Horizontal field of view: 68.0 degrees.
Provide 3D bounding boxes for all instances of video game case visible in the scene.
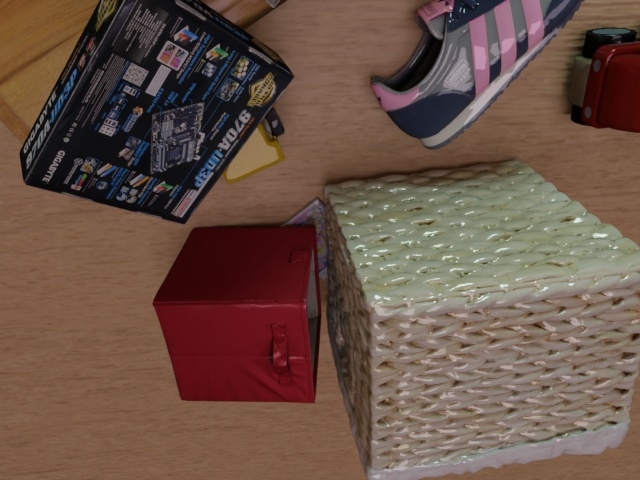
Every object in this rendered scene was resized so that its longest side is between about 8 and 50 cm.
[{"bbox_3d":[0.000,0.000,0.749,0.087,0.011,0.122,-37,118,15],"label":"video game case"}]

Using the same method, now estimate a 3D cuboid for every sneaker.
[{"bbox_3d":[0.190,-0.261,0.552,0.131,0.112,0.319,28,113,-24],"label":"sneaker"}]

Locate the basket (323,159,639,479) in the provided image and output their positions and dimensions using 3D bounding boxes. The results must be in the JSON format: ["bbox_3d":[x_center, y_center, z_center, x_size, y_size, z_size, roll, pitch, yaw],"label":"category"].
[{"bbox_3d":[0.182,0.080,0.627,0.331,0.328,0.267,-7,120,-5],"label":"basket"}]

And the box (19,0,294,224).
[{"bbox_3d":[-0.157,-0.124,0.466,0.175,0.051,0.220,15,124,-48],"label":"box"}]

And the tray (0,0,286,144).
[{"bbox_3d":[-0.170,-0.279,0.463,0.411,0.076,0.203,-34,108,1],"label":"tray"}]

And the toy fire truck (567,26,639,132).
[{"bbox_3d":[0.451,-0.159,0.559,0.217,0.246,0.159,-7,121,-2],"label":"toy fire truck"}]

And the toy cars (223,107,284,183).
[{"bbox_3d":[-0.210,-0.213,0.560,0.393,0.087,0.176,24,101,-14],"label":"toy cars"}]

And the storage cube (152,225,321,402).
[{"bbox_3d":[-0.101,0.101,0.683,0.193,0.215,0.184,-1,122,5],"label":"storage cube"}]

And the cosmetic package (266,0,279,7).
[{"bbox_3d":[0.006,-0.371,0.370,0.160,0.113,0.309,37,86,-20],"label":"cosmetic package"}]
